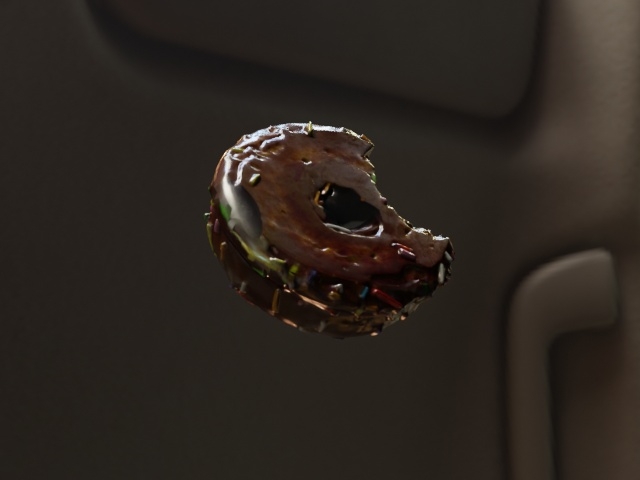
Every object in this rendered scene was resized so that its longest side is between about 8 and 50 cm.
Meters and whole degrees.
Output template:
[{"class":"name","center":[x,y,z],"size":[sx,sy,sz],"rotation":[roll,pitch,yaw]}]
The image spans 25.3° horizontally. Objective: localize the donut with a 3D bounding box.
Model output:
[{"class":"donut","center":[-0.001,-0.001,1.297],"size":[0.216,0.096,0.230],"rotation":[-26,-117,-42]}]
